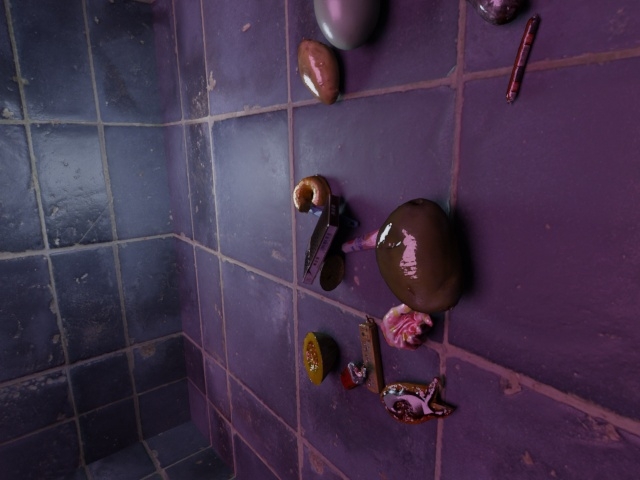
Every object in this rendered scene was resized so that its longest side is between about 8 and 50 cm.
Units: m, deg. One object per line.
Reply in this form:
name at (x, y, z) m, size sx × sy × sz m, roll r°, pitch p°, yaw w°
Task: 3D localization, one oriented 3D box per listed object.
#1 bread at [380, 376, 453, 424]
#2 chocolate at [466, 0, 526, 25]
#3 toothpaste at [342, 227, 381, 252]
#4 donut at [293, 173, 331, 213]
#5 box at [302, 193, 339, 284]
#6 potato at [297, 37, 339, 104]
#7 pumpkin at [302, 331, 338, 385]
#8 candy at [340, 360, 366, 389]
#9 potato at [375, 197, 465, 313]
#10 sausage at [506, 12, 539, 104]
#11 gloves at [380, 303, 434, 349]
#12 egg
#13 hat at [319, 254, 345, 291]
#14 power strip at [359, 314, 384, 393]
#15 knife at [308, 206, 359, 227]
bread at (0.316, 0.532, 1.356) m, size 0.269 × 0.095 × 0.139 m, roll -27°, pitch 79°, yaw 37°
chocolate at (0.386, -0.605, 0.966) m, size 0.110 × 0.110 × 0.248 m, roll -47°, pitch 65°, yaw 46°
toothpaste at (0.157, 0.008, 1.463) m, size 0.194 × 0.043 × 0.067 m, roll -18°, pitch 81°, yaw 47°
donut at (-0.042, -0.189, 1.635) m, size 0.181 × 0.078 × 0.146 m, roll -11°, pitch 88°, yaw 49°
box at (0.000, 0.001, 1.562) m, size 0.180 × 0.047 × 0.325 m, roll -87°, pitch 16°, yaw -46°
potato at (0.002, -0.606, 1.448) m, size 0.235 × 0.128 × 0.161 m, roll 58°, pitch 154°, yaw 18°
pumpkin at (0.005, 0.486, 1.731) m, size 0.217 × 0.110 × 0.217 m, roll 35°, pitch 131°, yaw 56°
candy at (0.124, 0.525, 1.583) m, size 0.292 × 0.059 × 0.086 m, roll 111°, pitch 143°, yaw -58°
potato at (0.279, 0.047, 1.167) m, size 0.243 × 0.221 × 0.326 m, roll -6°, pitch 99°, yaw 50°
sausage at (0.474, -0.423, 0.961) m, size 0.028 × 0.025 × 0.198 m, roll 14°, pitch 114°, yaw 16°
gloves at (0.288, 0.274, 1.298) m, size 0.241 × 0.126 × 0.145 m, roll -27°, pitch 53°, yaw 54°
egg at (0.080, -0.730, 1.242) m, size 0.203 × 0.203 × 0.283 m, roll -1°, pitch 93°, yaw 52°
hat at (0.023, 0.116, 1.565) m, size 0.067 × 0.146 × 0.146 m, roll 17°, pitch 112°, yaw 40°
power strip at (0.189, 0.429, 1.519) m, size 0.064 × 0.044 × 0.305 m, roll -1°, pitch 97°, yaw 53°
knife at (0.044, -0.091, 1.601) m, size 0.313 × 0.019 × 0.044 m, roll 24°, pitch 118°, yaw 49°
